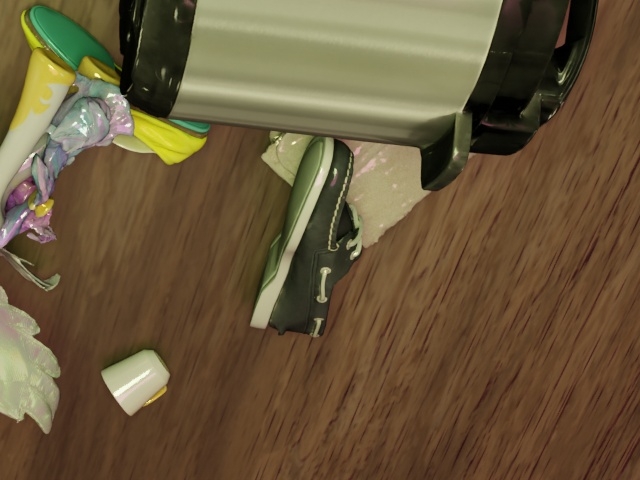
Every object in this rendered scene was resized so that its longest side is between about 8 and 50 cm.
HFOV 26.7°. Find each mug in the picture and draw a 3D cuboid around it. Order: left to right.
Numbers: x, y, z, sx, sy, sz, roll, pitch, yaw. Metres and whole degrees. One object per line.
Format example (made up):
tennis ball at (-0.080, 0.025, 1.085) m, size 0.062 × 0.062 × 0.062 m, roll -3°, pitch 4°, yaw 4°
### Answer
mug at (-0.207, 0.157, 1.547) m, size 0.064 × 0.078 × 0.062 m, roll -35°, pitch 89°, yaw -3°

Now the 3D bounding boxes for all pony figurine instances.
pony figurine at (-0.342, -0.034, 1.255) m, size 0.351 × 0.303 × 0.363 m, roll 33°, pitch 104°, yaw -29°

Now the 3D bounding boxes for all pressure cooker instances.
pressure cooker at (0.046, -0.271, 1.179) m, size 0.421 × 0.375 × 0.369 m, roll 6°, pitch 118°, yaw -13°

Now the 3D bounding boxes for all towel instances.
towel at (0.088, -0.133, 1.454) m, size 0.282 × 0.049 × 0.187 m, roll -40°, pitch 122°, yaw 11°

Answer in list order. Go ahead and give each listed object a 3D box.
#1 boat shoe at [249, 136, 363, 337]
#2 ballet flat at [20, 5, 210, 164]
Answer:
boat shoe at (0.000, 0.000, 1.429) m, size 0.091 × 0.114 × 0.302 m, roll 15°, pitch 146°, yaw -6°
ballet flat at (-0.218, -0.145, 1.361) m, size 0.231 × 0.077 × 0.077 m, roll 32°, pitch 124°, yaw -29°
